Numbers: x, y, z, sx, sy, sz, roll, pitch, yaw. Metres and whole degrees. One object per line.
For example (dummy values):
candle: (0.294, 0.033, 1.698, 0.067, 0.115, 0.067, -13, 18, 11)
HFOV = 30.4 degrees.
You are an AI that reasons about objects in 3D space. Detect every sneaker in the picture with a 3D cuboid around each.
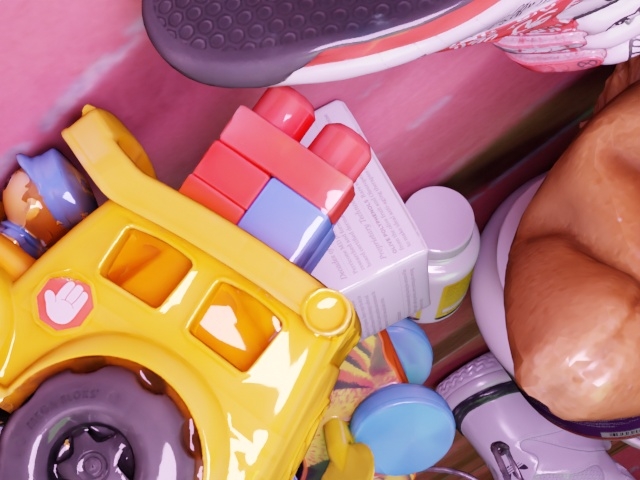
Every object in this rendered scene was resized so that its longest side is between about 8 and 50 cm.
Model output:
sneaker: (0.065, -0.104, 0.493, 0.270, 0.090, 0.145, -27, 157, -7)
sneaker: (0.292, 0.225, 1.370, 0.366, 0.210, 0.137, -1, 147, -50)

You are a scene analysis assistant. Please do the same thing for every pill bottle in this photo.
pill bottle: (0.217, 0.050, 0.909, 0.182, 0.181, 0.323, -29, 159, 6)
pill bottle: (0.075, 0.009, 0.806, 0.065, 0.065, 0.116, -23, 159, -10)

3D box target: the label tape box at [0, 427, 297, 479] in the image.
label tape box: (-0.185, 0.179, 0.631, 0.348, 0.249, 0.115, -18, 157, -24)

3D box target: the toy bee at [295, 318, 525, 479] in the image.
toy bee: (0.018, 0.138, 0.810, 0.162, 0.298, 0.195, -30, -168, 11)

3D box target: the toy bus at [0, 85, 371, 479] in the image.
toy bus: (-0.083, 0.017, 0.514, 0.211, 0.220, 0.149, -58, 172, -4)

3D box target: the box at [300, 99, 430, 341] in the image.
box: (0.000, 0.000, 0.643, 0.087, 0.102, 0.101, -28, 160, -4)

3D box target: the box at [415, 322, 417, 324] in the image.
box: (0.022, 0.129, 1.076, 0.116, 0.029, 0.162, -20, 157, -19)

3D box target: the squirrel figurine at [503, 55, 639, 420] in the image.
squirrel figurine: (0.297, -0.092, 0.561, 0.370, 0.281, 0.397, -56, -169, 27)

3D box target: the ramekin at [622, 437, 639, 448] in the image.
ramekin: (0.343, 0.114, 1.194, 0.207, 0.207, 0.109, -25, 170, -6)
